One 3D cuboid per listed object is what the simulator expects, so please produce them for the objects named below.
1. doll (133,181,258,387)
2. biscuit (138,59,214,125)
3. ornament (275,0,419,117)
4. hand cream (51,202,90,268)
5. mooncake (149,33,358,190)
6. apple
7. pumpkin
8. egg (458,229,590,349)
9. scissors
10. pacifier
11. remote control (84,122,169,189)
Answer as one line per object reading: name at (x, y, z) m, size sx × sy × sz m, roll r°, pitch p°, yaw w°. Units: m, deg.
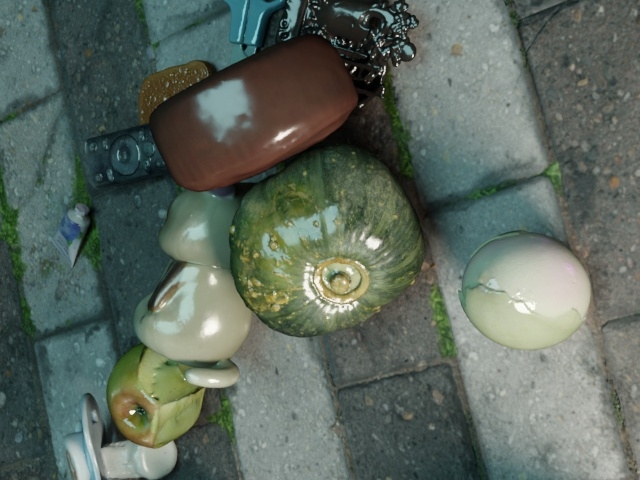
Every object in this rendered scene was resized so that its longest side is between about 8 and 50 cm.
doll at (-0.211, 0.064, 1.980) m, size 0.226 × 0.215 × 0.370 m, roll 10°, pitch 93°, yaw 33°
biscuit at (-0.274, -0.247, 2.125) m, size 0.192 × 0.036 × 0.186 m, roll -11°, pitch 87°, yaw 33°
ornament at (0.046, -0.326, 1.886) m, size 0.260 × 0.106 × 0.251 m, roll 26°, pitch 111°, yaw 22°
hand cream at (-0.523, -0.018, 2.285) m, size 0.084 × 0.053 × 0.142 m, roll 49°, pitch 124°, yaw 23°
mooncake at (-0.113, -0.199, 1.779) m, size 0.174 × 0.326 × 0.334 m, roll 62°, pitch 162°, yaw -4°
apple at (-0.316, 0.287, 2.055) m, size 0.174 × 0.188 × 0.207 m, roll 9°, pitch 106°, yaw 33°
pumpkin at (0.000, 0.000, 1.794) m, size 0.328 × 0.257 × 0.291 m, roll -25°, pitch 117°, yaw 10°
egg at (0.302, 0.076, 1.637) m, size 0.183 × 0.217 × 0.183 m, roll -1°, pitch 88°, yaw 36°
scissors at (-0.147, -0.337, 2.044) m, size 0.193 × 0.029 × 0.447 m, roll 15°, pitch 98°, yaw 33°
pacifier at (-0.386, 0.425, 2.139) m, size 0.207 × 0.227 × 0.279 m, roll -14°, pitch 87°, yaw 0°
remote control at (-0.304, -0.180, 2.103) m, size 0.377 × 0.044 × 0.107 m, roll -9°, pitch 86°, yaw 31°
